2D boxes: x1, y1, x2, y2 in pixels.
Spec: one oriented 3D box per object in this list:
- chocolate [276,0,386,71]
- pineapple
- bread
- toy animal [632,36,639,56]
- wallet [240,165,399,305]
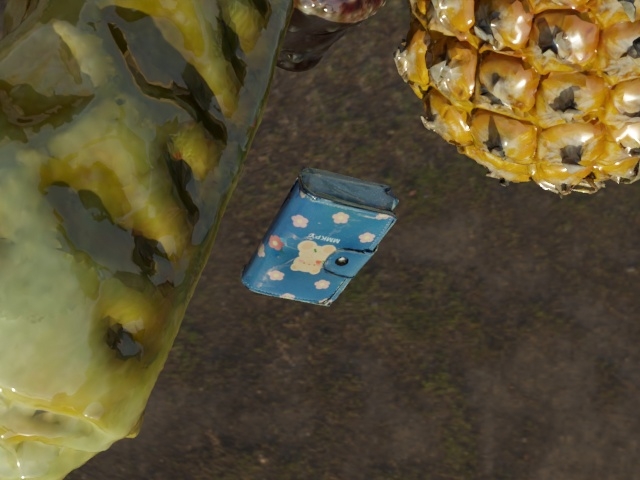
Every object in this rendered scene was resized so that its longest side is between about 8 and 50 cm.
[{"bbox_3d":[-0.041,-0.396,1.330,0.340,0.210,0.225,51,59,-19],"label":"chocolate"},{"bbox_3d":[0.240,-0.213,0.906,0.352,0.300,0.352,8,58,-13],"label":"pineapple"},{"bbox_3d":[-0.107,-0.023,0.459,0.152,0.130,0.267,60,40,-54],"label":"bread"},{"bbox_3d":[0.168,-0.067,0.281,0.160,0.197,0.272,-20,80,6],"label":"toy animal"},{"bbox_3d":[0.000,0.000,1.280,0.141,0.202,0.059,11,48,-22],"label":"wallet"}]
